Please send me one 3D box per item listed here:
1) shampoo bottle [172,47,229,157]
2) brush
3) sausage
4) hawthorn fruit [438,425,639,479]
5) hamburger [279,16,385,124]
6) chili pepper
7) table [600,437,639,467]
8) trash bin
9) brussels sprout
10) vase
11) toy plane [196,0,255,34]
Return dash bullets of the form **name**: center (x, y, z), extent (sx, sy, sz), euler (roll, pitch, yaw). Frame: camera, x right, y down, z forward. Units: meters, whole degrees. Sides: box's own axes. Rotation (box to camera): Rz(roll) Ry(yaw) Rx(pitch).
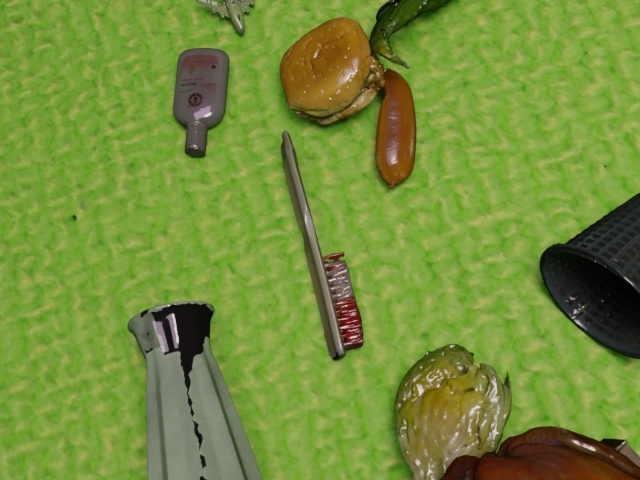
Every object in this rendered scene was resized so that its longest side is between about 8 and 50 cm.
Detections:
- **shampoo bottle**: center (-0.179, -0.205, 1.094), extent (0.080, 0.040, 0.165), euler (1, 73, 6)
- **brush**: center (0.000, 0.000, 1.002), extent (0.050, 0.060, 0.321), euler (-12, 72, -9)
- **sausage**: center (0.107, -0.158, 1.032), extent (0.054, 0.062, 0.183), euler (-4, 70, 25)
- **hawthorn fruit**: center (0.224, 0.340, 0.709), extent (0.277, 0.277, 0.298), euler (-22, 75, 1)
- **hamburger**: center (0.015, -0.236, 1.041), extent (0.147, 0.083, 0.138), euler (-28, 65, 22)
- **chili pepper**: center (0.180, -0.365, 1.052), extent (0.085, 0.076, 0.359), euler (46, 69, -9)
- **table**: center (0.347, 0.285, 0.858), extent (0.070, 0.083, 0.082), euler (-40, 76, -7)
- **trash bin**: center (0.383, 0.027, 0.896), extent (0.161, 0.175, 0.175), euler (-41, 72, -17)
- **brussels sprout**: center (0.159, 0.215, 0.898), extent (0.139, 0.100, 0.181), euler (8, 76, 20)
- **vase**: center (-0.151, 0.260, 0.901), extent (0.165, 0.165, 0.360), euler (-18, 69, 2)
- **toy plane**: center (-0.137, -0.367, 1.137), extent (0.102, 0.040, 0.111), euler (-17, 70, -9)
